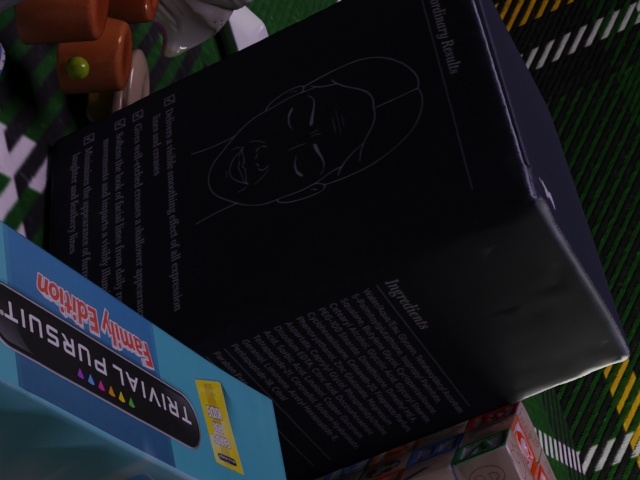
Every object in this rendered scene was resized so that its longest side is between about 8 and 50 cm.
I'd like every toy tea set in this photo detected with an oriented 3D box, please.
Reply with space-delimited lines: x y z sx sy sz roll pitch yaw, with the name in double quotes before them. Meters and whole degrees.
"toy tea set" -0.221 -0.210 1.159 0.336 0.124 0.200 85 11 -80

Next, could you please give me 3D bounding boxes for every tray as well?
"tray" -0.079 -0.194 1.774 0.145 0.030 0.270 33 36 -64

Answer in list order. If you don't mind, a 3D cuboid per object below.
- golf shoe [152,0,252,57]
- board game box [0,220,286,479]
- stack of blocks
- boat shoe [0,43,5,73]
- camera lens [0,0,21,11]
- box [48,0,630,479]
"golf shoe" -0.215 -0.300 1.358 0.306 0.140 0.115 36 27 -17
"board game box" -0.200 0.092 0.572 0.336 0.254 0.079 43 29 -54
"stack of blocks" 0.026 0.230 1.026 0.087 0.297 0.171 66 15 -3
"boat shoe" -0.283 -0.157 1.018 0.066 0.066 0.183 48 14 -36
"camera lens" -0.249 -0.243 0.846 0.219 0.274 0.219 57 18 -31
"box" 0.000 0.000 1.089 0.212 0.395 0.293 51 22 -42
